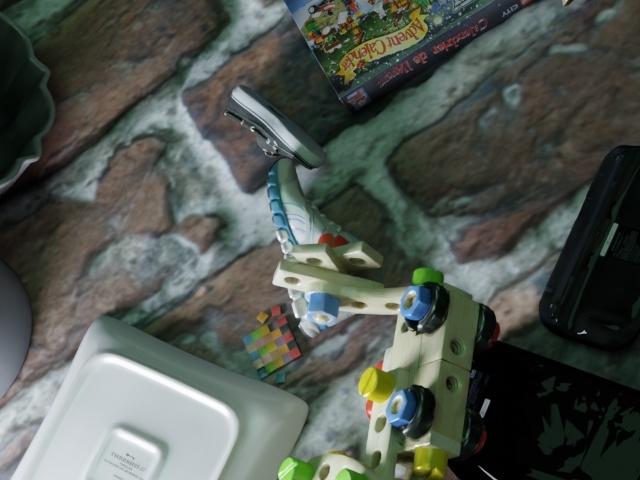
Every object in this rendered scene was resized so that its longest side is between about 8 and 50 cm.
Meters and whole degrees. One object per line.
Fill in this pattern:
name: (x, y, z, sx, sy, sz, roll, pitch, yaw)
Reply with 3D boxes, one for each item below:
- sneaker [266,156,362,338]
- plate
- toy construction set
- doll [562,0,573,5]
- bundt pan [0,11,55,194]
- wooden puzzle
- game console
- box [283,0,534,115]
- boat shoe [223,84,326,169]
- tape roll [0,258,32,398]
sneaker: (0.000, 0.000, 1.675, 0.082, 0.071, 0.191, -18, 70, 7)
plate: (-0.187, 0.232, 1.657, 0.277, 0.045, 0.278, 21, 77, 28)
toy construction set: (0.051, 0.143, 1.520, 0.215, 0.151, 0.328, -28, 59, 51)
doll: (0.209, -0.321, 1.702, 0.189, 0.129, 0.046, 48, 129, 13)
bundt pan: (-0.462, -0.144, 1.809, 0.124, 0.330, 0.331, -53, 47, 45)
wooden puzzle: (-0.048, 0.106, 1.676, 0.049, 0.006, 0.083, -30, 60, 8)
game console: (0.259, 0.080, 1.541, 0.213, 0.044, 0.361, 20, 78, 28)
box: (0.091, -0.259, 1.758, 0.233, 0.044, 0.159, -32, 60, 6)
boat shoe: (-0.048, -0.111, 1.753, 0.142, 0.049, 0.040, 43, 107, 32)
tape roll: (-0.423, 0.097, 1.796, 0.219, 0.072, 0.219, -9, 65, 19)
